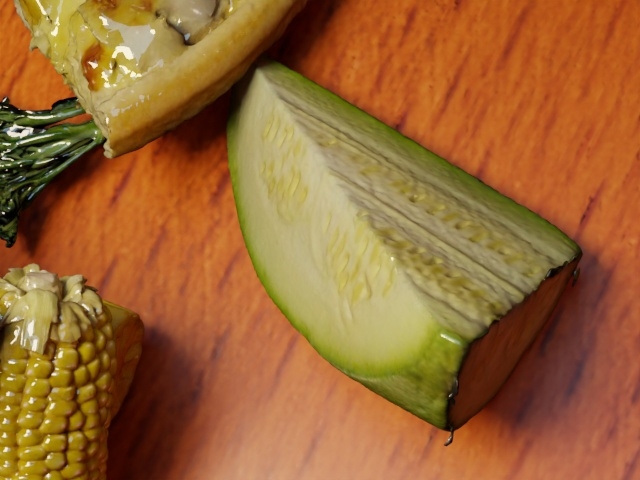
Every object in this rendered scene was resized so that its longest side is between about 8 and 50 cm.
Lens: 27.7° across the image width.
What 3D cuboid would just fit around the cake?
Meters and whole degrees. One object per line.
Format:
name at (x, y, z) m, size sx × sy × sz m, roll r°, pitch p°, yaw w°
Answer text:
cake at (-0.149, 0.079, 0.845) m, size 0.044 × 0.084 × 0.084 m, roll 19°, pitch 72°, yaw 11°

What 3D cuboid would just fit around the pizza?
pizza at (-0.111, -0.208, 0.933) m, size 0.223 × 0.089 × 0.323 m, roll 22°, pitch 61°, yaw 25°

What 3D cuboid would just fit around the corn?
corn at (-0.172, 0.146, 0.771) m, size 0.091 × 0.091 × 0.260 m, roll 20°, pitch 106°, yaw 56°

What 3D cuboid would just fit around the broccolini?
broccolini at (-0.171, -0.118, 0.959) m, size 0.123 × 0.062 × 0.271 m, roll 40°, pitch 74°, yaw 19°

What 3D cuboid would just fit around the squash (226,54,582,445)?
squash at (0.000, 0.000, 0.816) m, size 0.289 × 0.203 × 0.111 m, roll 32°, pitch 120°, yaw 20°
